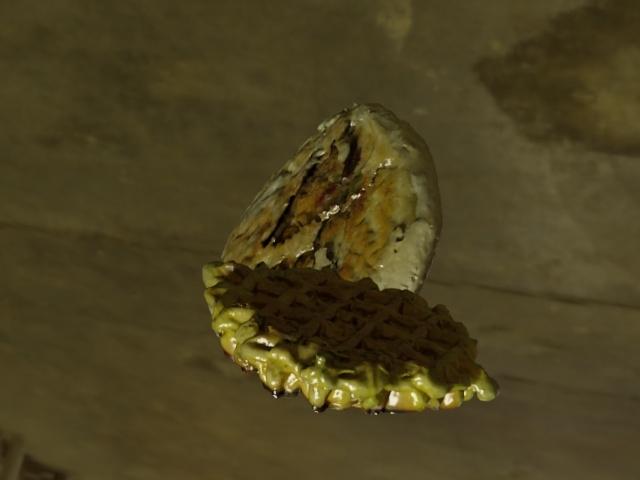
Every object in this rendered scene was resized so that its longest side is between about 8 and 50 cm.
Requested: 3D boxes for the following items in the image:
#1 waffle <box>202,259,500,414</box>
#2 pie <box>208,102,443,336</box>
[{"bbox_3d":[0.025,0.075,1.132,0.238,0.059,0.243,5,-158,-25],"label":"waffle"},{"bbox_3d":[0.000,0.000,1.494,0.339,0.339,0.077,-9,145,45],"label":"pie"}]
